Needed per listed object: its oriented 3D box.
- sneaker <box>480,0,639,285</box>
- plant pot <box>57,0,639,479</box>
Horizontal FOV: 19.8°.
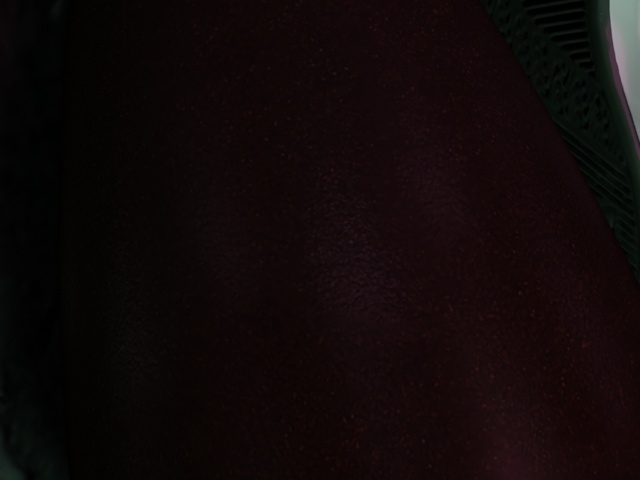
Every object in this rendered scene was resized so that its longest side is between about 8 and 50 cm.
[{"bbox_3d":[0.162,-0.130,0.770,0.178,0.124,0.295,-24,117,-33],"label":"sneaker"},{"bbox_3d":[0.000,0.000,0.606,0.215,0.215,0.230,-14,88,-41],"label":"plant pot"}]
